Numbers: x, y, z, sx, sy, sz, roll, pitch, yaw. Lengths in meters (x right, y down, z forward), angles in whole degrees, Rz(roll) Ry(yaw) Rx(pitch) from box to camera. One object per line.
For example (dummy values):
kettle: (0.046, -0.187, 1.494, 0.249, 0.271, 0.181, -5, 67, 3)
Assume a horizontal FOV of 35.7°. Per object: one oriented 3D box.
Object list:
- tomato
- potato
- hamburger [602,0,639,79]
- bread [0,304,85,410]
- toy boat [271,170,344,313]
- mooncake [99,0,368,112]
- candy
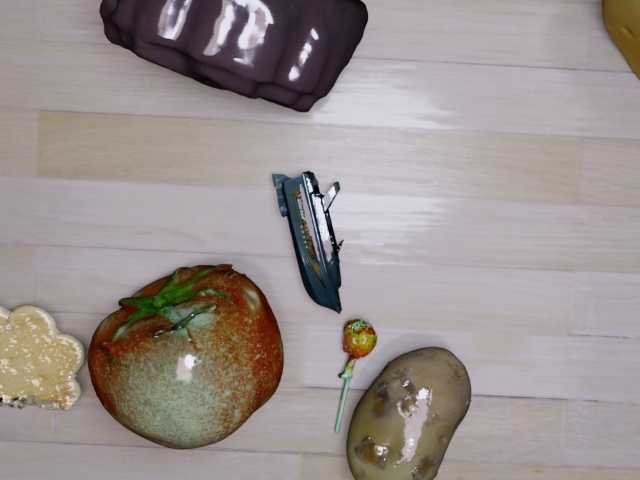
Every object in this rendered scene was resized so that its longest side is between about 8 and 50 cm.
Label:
tomato: (-0.197, 0.185, 1.531, 0.304, 0.303, 0.239, -24, 110, 1)
potato: (0.137, 0.288, 1.592, 0.165, 0.165, 0.262, 25, 87, -3)
hamburger: (0.629, -0.334, 1.454, 0.277, 0.396, 0.395, -42, 94, 2)
bread: (-0.510, 0.190, 1.627, 0.251, 0.039, 0.181, 2, 94, -1)
toy boat: (0.000, 0.000, 1.594, 0.103, 0.093, 0.246, -13, 94, 8)
mooncake: (-0.134, -0.328, 1.456, 0.381, 0.350, 0.212, 23, 100, 9)
candy: (0.048, 0.225, 1.639, 0.061, 0.060, 0.201, 13, 102, -2)
